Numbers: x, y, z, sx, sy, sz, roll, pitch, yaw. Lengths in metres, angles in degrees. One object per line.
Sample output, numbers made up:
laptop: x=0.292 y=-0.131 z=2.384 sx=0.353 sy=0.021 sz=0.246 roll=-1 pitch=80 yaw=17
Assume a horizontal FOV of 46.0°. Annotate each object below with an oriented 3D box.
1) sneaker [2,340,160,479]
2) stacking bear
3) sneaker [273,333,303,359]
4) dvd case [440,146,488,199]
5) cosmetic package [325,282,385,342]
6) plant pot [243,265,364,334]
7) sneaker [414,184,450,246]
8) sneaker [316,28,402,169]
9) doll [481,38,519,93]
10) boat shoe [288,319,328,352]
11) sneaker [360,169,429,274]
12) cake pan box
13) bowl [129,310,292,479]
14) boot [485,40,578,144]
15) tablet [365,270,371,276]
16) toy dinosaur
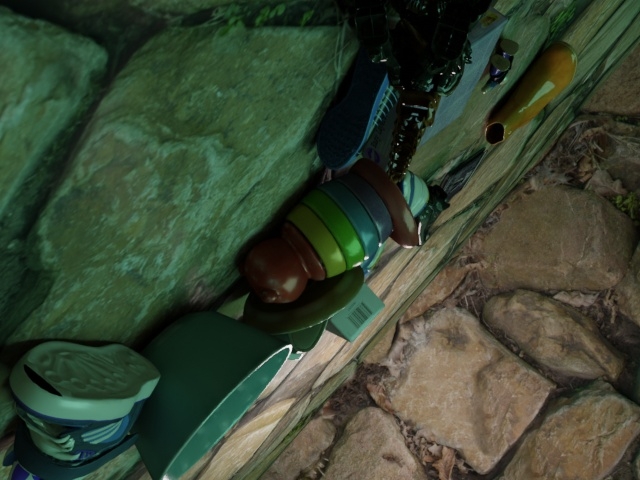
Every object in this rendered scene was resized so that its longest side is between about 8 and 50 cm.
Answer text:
sneaker: x=-0.349 y=0.258 z=0.989 sx=0.236 sy=0.130 sz=0.323 roll=-53 pitch=171 yaw=1
stacking bear: x=0.000 y=0.000 z=1.289 sx=0.289 sy=0.175 sz=0.164 roll=-36 pitch=146 yaw=-12
sneaker: x=-0.101 y=0.167 z=1.553 sx=0.296 sy=0.105 sz=0.146 roll=15 pitch=100 yaw=-63
dvd case: x=0.399 y=-0.174 z=2.213 sx=0.221 sy=0.018 sz=0.164 roll=-34 pitch=158 yaw=-40
cosmetic package: x=0.043 y=0.146 z=1.707 sx=0.117 sy=0.085 sz=0.231 roll=-45 pitch=-163 yaw=-12
plant pot: x=-0.036 y=0.086 z=1.371 sx=0.236 sy=0.236 sz=0.032 roll=-39 pitch=119 yaw=-31
sneaker: x=0.287 y=-0.067 z=2.036 sx=0.130 sy=0.087 sz=0.227 roll=-37 pitch=157 yaw=-14
sneaker: x=0.076 y=-0.204 z=1.113 sx=0.090 sy=0.081 sz=0.232 roll=-20 pitch=148 yaw=-47
doll: x=0.390 y=-0.374 z=1.631 sx=0.129 sy=0.046 sz=0.189 roll=-59 pitch=170 yaw=5
boat shoe: x=-0.013 y=0.110 z=1.516 sx=0.069 sy=0.081 sz=0.227 roll=-2 pitch=101 yaw=-81
sneaker: x=0.095 y=-0.037 z=1.598 sx=0.296 sy=0.112 sz=0.131 roll=-51 pitch=147 yaw=5
cake pan box: x=0.198 y=-0.263 z=1.338 sx=0.246 sy=0.070 sz=0.267 roll=-38 pitch=162 yaw=-27
bowl: x=-0.210 y=0.237 z=1.244 sx=0.311 sy=0.163 sz=0.311 roll=-48 pitch=169 yaw=-13
boot: x=0.540 y=-0.367 z=1.958 sx=0.211 sy=0.104 sz=0.295 roll=-43 pitch=168 yaw=-20
tablet: x=0.132 y=0.087 z=2.145 sx=0.054 sy=0.006 sz=0.083 roll=-42 pitch=165 yaw=-24
toy dinosaur: x=0.140 y=-0.240 z=0.951 sx=0.164 sy=0.321 sz=0.218 roll=-10 pitch=168 yaw=12
